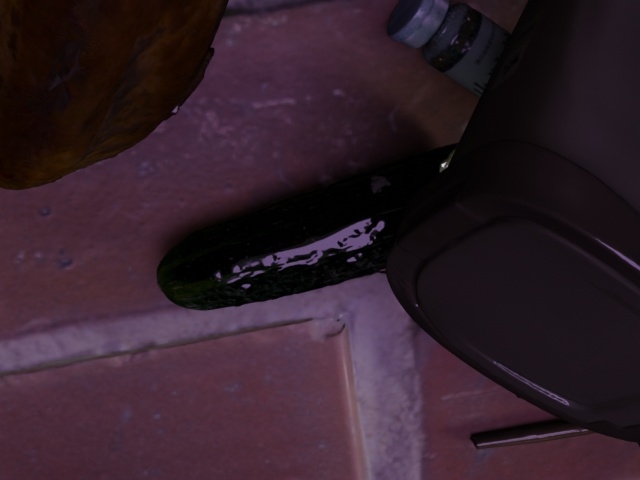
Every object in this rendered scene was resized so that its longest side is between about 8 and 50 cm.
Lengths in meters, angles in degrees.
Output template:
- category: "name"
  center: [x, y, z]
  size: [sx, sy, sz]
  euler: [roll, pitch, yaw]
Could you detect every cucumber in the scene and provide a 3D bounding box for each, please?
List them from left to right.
- category: "cucumber"
  center: [-0.001, -0.001, 0.820]
  size: [0.241, 0.074, 0.074]
  euler: [-18, 115, 1]

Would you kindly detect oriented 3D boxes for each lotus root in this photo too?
- category: "lotus root"
  center: [-0.147, -0.150, 0.678]
  size: [0.193, 0.193, 0.291]
  euler: [17, 127, -16]

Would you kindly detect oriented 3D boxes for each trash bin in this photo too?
- category: "trash bin"
  center: [0.187, -0.042, 0.678]
  size: [0.219, 0.220, 0.250]
  euler: [29, 68, -12]

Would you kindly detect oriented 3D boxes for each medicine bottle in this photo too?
- category: "medicine bottle"
  center: [0.136, -0.114, 0.802]
  size: [0.191, 0.051, 0.051]
  euler: [29, 106, -20]

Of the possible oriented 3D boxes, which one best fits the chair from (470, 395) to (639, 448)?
- category: "chair"
  center: [0.261, 0.123, 0.857]
  size: [0.272, 0.188, 0.166]
  euler: [-7, 115, -2]
